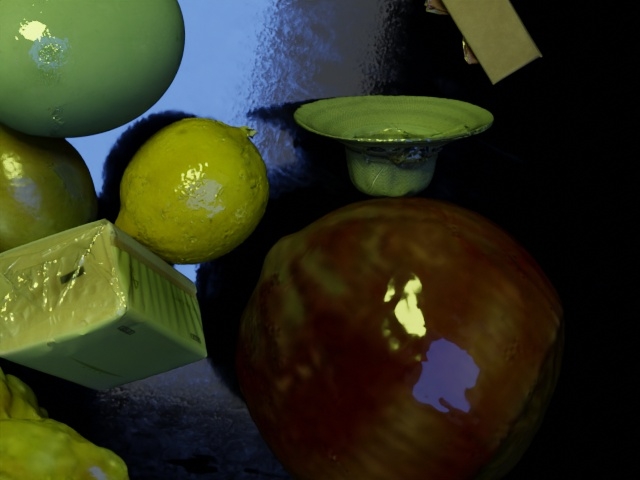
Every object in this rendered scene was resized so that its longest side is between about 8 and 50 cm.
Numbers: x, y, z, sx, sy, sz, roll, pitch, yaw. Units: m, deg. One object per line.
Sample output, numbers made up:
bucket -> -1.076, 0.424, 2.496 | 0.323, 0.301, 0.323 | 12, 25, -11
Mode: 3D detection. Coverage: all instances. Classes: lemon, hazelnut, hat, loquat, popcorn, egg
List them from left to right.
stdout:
popcorn -> -0.412, 0.321, 1.008 | 0.292, 0.293, 0.334 | 49, 66, -23
loquat -> -0.336, -0.060, 1.021 | 0.152, 0.152, 0.195 | -35, 107, -11
egg -> -0.263, -0.215, 0.967 | 0.282, 0.203, 0.203 | -44, 121, -55
lemon -> -0.155, -0.056, 1.078 | 0.206, 0.173, 0.173 | -30, 110, -12
hat -> 0.089, -0.109, 1.133 | 0.252, 0.252, 0.110 | -8, 112, -19
hazelnut -> 0.095, 0.143, 1.121 | 0.420, 0.353, 0.421 | 0, 121, 0

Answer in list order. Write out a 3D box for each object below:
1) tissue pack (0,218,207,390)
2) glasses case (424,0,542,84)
tissue pack -> -0.248, 0.082, 1.013 | 0.159, 0.234, 0.125 | -18, 67, 8
glasses case -> 0.212, -0.309, 1.231 | 0.102, 0.070, 0.193 | -31, 115, 17
